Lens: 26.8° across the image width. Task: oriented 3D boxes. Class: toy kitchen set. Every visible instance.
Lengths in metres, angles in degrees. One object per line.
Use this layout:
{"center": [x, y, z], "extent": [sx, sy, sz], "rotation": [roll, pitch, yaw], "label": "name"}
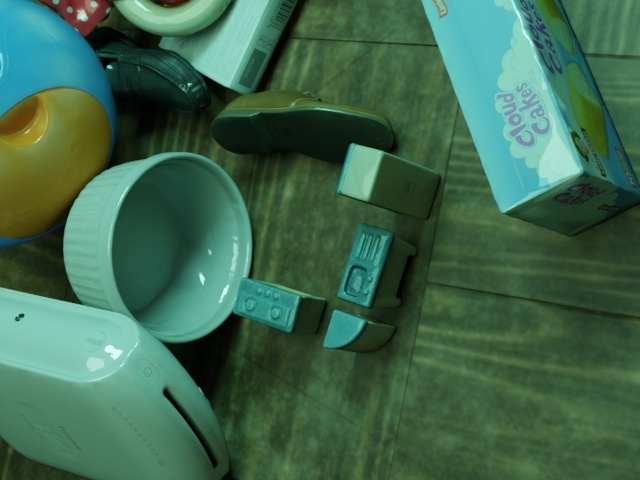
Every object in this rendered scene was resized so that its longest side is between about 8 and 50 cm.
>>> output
{"center": [0.000, 0.000, 1.399], "extent": [0.166, 0.122, 0.207], "rotation": [17, 91, 34], "label": "toy kitchen set"}

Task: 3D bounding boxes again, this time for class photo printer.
{"center": [-0.253, 0.171, 1.465], "extent": [0.308, 0.256, 0.107], "rotation": [9, 53, 33], "label": "photo printer"}

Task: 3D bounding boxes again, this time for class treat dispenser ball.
{"center": [-0.375, -0.134, 1.508], "extent": [0.288, 0.288, 0.288], "rotation": [-7, 78, 32], "label": "treat dispenser ball"}

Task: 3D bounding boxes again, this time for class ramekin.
{"center": [-0.184, 0.006, 1.477], "extent": [0.109, 0.207, 0.207], "rotation": [4, 83, 43], "label": "ramekin"}

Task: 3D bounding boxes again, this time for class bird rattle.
{"center": [-0.194, -0.324, 1.545], "extent": [0.207, 0.143, 0.253], "rotation": [40, 94, 13], "label": "bird rattle"}

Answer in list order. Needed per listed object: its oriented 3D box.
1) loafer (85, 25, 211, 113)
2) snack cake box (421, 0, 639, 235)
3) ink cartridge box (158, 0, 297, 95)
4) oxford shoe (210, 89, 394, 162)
{"center": [-0.219, -0.192, 1.596], "extent": [0.223, 0.076, 0.078], "rotation": [26, 56, 37], "label": "loafer"}
{"center": [0.197, -0.146, 1.278], "extent": [0.089, 0.152, 0.264], "rotation": [-28, 68, 26], "label": "snack cake box"}
{"center": [-0.108, -0.261, 1.579], "extent": [0.179, 0.045, 0.145], "rotation": [35, 102, 51], "label": "ink cartridge box"}
{"center": [-0.013, -0.136, 1.470], "extent": [0.212, 0.076, 0.076], "rotation": [8, 46, 24], "label": "oxford shoe"}
